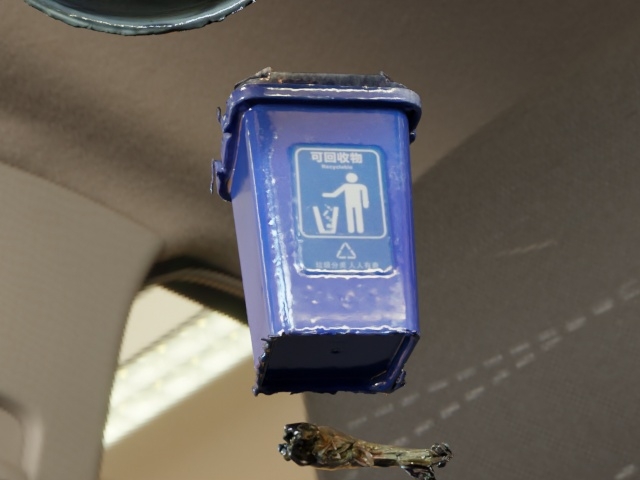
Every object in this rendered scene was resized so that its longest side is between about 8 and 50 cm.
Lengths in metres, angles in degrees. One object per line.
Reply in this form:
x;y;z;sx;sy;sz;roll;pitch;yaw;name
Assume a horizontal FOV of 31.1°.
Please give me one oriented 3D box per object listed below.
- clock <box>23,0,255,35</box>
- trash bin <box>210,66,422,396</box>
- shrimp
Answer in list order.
-0.117;-0.271;0.728;0.280;0.055;0.281;-5;-64;-11;clock
0.000;0.000;0.915;0.162;0.235;0.184;0;-30;-10;trash bin
0.046;0.208;1.109;0.152;0.046;0.219;3;-13;27;shrimp
